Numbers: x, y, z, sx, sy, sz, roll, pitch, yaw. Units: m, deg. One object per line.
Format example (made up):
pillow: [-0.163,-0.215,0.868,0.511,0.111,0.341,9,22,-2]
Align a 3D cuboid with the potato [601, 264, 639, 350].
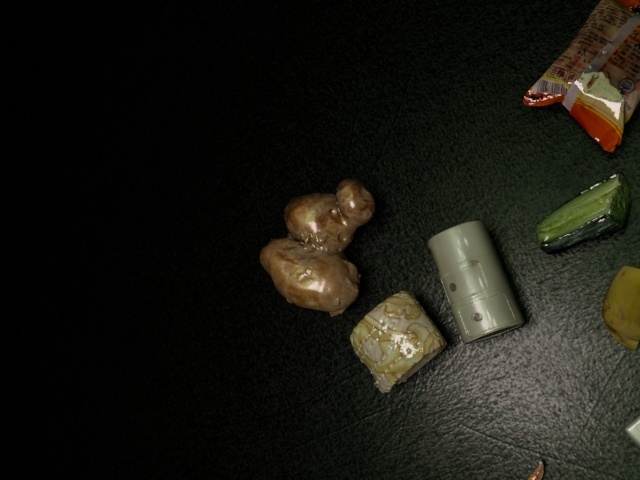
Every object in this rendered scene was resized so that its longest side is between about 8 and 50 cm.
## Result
potato: [0.552,0.118,1.168,0.081,0.120,0.149,17,89,26]

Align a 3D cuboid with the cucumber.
cucumber: [0.511,-0.037,1.236,0.193,0.085,0.115,-27,27,22]

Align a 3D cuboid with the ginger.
ginger: [0.000,0.000,1.436,0.245,0.155,0.303,16,90,29]

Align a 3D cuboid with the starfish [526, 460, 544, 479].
starfish: [0.377,0.592,1.218,0.303,0.060,0.299,-24,75,22]

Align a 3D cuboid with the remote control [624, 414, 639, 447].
remote control: [0.612,0.322,1.165,0.124,0.018,0.053,-48,65,12]

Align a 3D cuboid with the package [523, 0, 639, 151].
package: [0.564,-0.333,1.239,0.223,0.108,0.288,39,97,24]

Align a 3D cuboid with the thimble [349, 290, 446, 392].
thimble: [0.154,0.212,1.343,0.143,0.137,0.190,52,120,21]

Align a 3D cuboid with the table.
table: [0.309,0.085,1.290,0.126,0.126,0.219,-24,72,21]
